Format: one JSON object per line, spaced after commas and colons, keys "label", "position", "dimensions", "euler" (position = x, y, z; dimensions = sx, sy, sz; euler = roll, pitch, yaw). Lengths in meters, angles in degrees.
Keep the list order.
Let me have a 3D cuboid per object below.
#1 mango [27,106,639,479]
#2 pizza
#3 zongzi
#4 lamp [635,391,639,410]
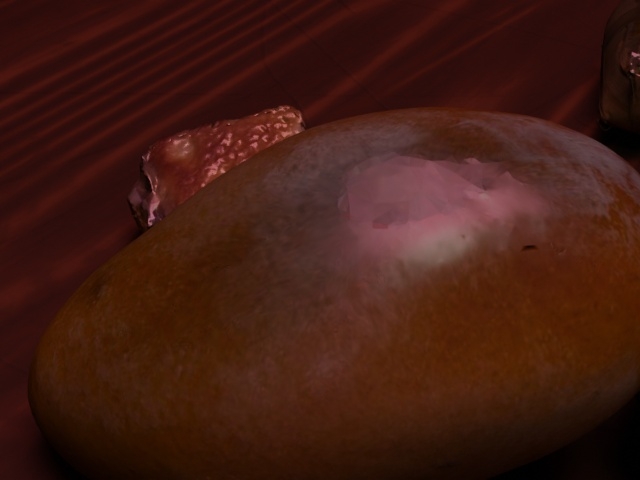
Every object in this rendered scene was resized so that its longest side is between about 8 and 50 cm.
{"label": "mango", "position": [0.011, 0.042, 0.713], "dimensions": [0.384, 0.199, 0.221], "euler": [-14, 60, 9]}
{"label": "pizza", "position": [0.000, 0.000, 0.893], "dimensions": [0.305, 0.085, 0.161], "euler": [19, 59, 23]}
{"label": "zongzi", "position": [0.345, -0.141, 1.137], "dimensions": [0.197, 0.099, 0.194], "euler": [17, 35, -1]}
{"label": "lamp", "position": [0.241, 0.085, 0.716], "dimensions": [0.182, 0.182, 0.314], "euler": [21, 39, 23]}
